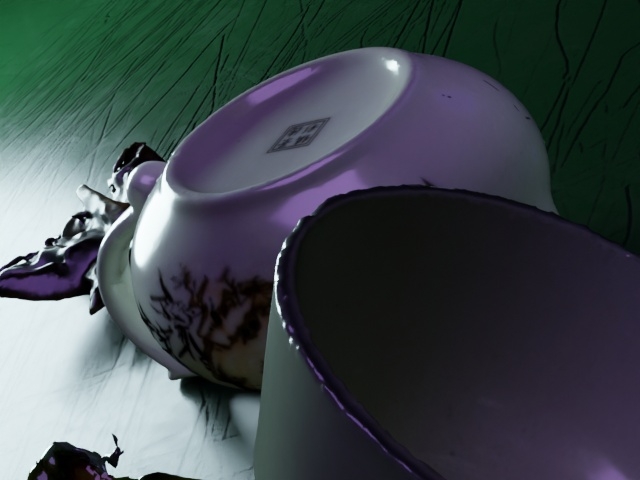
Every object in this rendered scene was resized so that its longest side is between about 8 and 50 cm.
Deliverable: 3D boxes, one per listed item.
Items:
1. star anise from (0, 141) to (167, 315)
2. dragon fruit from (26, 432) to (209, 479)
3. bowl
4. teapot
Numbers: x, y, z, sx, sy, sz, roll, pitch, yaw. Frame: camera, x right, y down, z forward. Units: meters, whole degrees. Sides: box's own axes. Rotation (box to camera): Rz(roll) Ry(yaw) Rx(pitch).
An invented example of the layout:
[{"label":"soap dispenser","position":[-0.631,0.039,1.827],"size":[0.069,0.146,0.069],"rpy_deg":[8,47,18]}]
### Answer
[{"label":"star anise","position":[-0.140,0.004,1.047],"size":[0.157,0.053,0.212],"rpy_deg":[-24,29,15]},{"label":"dragon fruit","position":[-0.035,0.139,0.609],"size":[0.142,0.175,0.138],"rpy_deg":[-52,12,-23]},{"label":"bowl","position":[0.066,0.082,0.561],"size":[0.211,0.211,0.112],"rpy_deg":[-84,16,-58]},{"label":"teapot","position":[0.000,0.000,0.813],"size":[0.300,0.166,0.208],"rpy_deg":[-17,37,43]}]
